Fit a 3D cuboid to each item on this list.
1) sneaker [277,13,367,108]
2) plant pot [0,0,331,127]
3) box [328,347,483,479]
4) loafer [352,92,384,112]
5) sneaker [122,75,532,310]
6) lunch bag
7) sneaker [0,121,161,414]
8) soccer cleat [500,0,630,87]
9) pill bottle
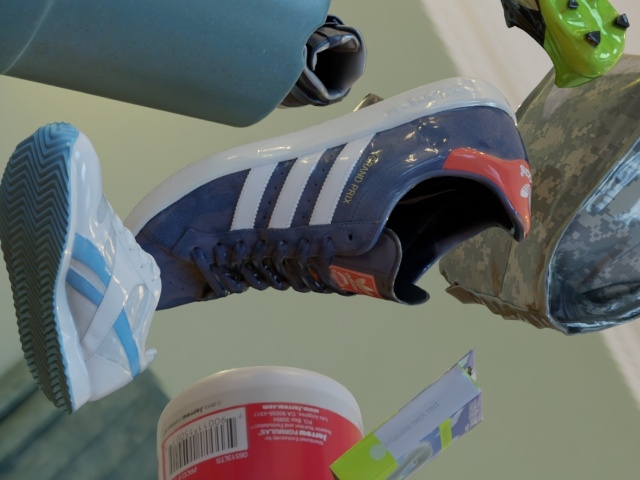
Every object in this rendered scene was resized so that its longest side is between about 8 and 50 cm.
[{"bbox_3d":[-0.029,-0.244,1.819,0.163,0.086,0.226,14,-53,66],"label":"sneaker"},{"bbox_3d":[-0.181,-0.269,1.604,0.334,0.341,0.341,17,-20,-25],"label":"plant pot"},{"bbox_3d":[0.091,0.186,1.677,0.042,0.178,0.109,49,-10,19],"label":"box"},{"bbox_3d":[0.014,-0.108,1.982,0.061,0.170,0.062,38,-25,-9],"label":"loafer"},{"bbox_3d":[0.000,0.000,1.358,0.131,0.350,0.148,53,16,-54],"label":"sneaker"},{"bbox_3d":[0.261,-0.032,1.697,0.169,0.287,0.235,42,-7,-22],"label":"lunch bag"},{"bbox_3d":[-0.169,0.012,1.260,0.087,0.092,0.229,34,-43,39],"label":"sneaker"},{"bbox_3d":[0.126,-0.175,1.088,0.179,0.060,0.072,62,-28,7],"label":"soccer cleat"},{"bbox_3d":[-0.050,0.355,1.816,0.229,0.408,0.229,-4,-35,-3],"label":"pill bottle"}]
